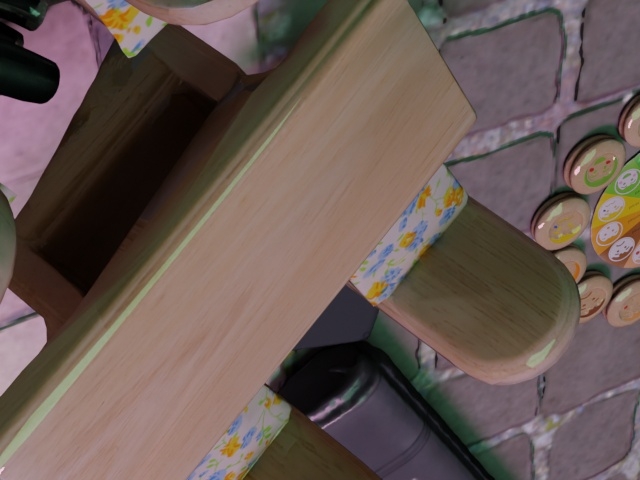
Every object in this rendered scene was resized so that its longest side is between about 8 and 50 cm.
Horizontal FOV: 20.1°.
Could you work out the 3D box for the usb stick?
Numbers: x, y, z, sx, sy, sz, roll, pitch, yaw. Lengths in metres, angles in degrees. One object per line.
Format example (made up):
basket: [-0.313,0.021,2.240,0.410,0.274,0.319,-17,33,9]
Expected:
usb stick: [0.055,0.144,1.072,0.077,0.045,0.278,-39,139,1]

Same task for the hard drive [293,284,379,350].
hard drive: [0.000,0.000,0.919,0.094,0.022,0.135,-6,130,-31]

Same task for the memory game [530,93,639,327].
memory game: [0.200,-0.021,1.046,0.186,0.012,0.186,-19,136,-20]

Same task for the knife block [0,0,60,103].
knife block: [-0.218,-0.094,0.633,0.242,0.088,0.276,-25,137,-15]

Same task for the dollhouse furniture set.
dollhouse furniture set: [0.050,-0.039,0.661,0.394,0.256,0.362,-51,150,-5]
